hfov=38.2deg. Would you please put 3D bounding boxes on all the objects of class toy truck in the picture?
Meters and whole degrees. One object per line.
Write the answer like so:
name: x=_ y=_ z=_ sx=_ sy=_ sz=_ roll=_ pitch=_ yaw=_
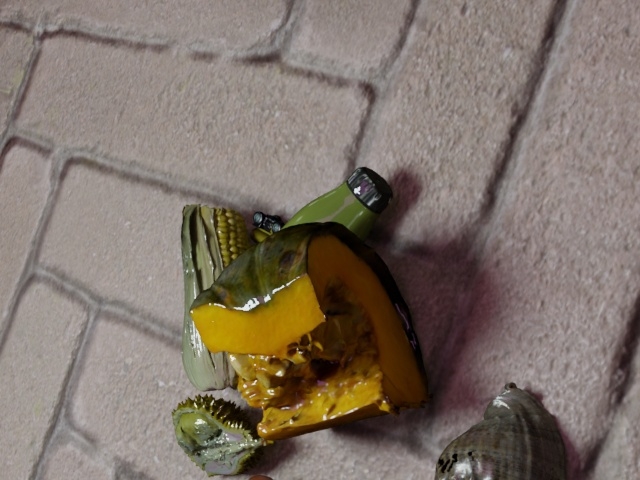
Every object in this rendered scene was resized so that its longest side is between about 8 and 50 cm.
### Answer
toy truck: x=-0.072 y=-0.009 z=1.490 sx=0.083 sy=0.049 sz=0.054 roll=26 pitch=101 yaw=42

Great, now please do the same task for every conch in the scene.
conch: x=0.231 y=0.284 z=1.160 sx=0.155 sy=0.130 sz=0.207 roll=25 pitch=68 yaw=7

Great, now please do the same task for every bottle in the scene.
bottle: x=0.000 y=0.000 z=1.390 sx=0.260 sy=0.112 sz=0.112 roll=-46 pitch=54 yaw=18

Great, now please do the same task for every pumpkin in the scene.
pumpkin: x=-0.008 y=0.128 z=1.252 sx=0.226 sy=0.256 sz=0.303 roll=-22 pitch=100 yaw=21

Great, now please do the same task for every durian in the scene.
durian: x=-0.143 y=0.288 z=1.409 sx=0.208 sy=0.146 sz=0.102 roll=-7 pitch=30 yaw=46

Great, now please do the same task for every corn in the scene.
corn: x=-0.168 y=0.089 z=1.476 sx=0.122 sy=0.123 sz=0.305 roll=-24 pitch=65 yaw=49

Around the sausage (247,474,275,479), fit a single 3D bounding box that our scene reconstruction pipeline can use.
sausage: x=-0.034 y=0.432 z=1.298 sx=0.259 sy=0.114 sz=0.113 roll=31 pitch=97 yaw=39
